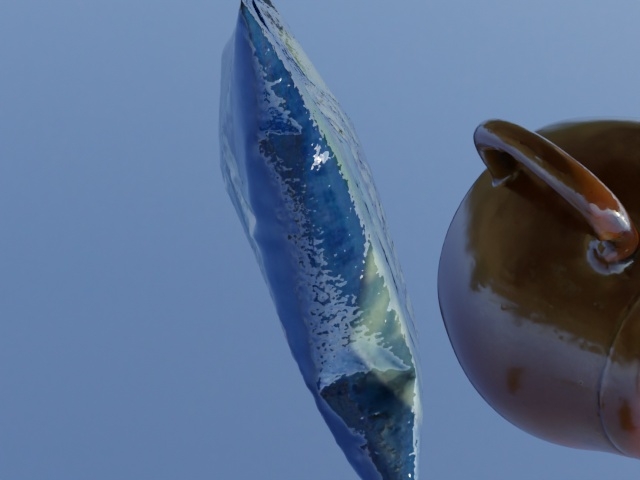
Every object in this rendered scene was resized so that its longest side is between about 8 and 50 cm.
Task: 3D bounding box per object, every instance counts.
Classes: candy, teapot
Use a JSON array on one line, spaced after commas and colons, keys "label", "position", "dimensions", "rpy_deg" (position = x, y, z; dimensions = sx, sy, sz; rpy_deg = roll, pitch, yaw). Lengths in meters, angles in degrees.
[{"label": "candy", "position": [0.000, 0.000, 0.899], "dimensions": [0.077, 0.331, 0.187], "rpy_deg": [-19, -168, 0]}, {"label": "teapot", "position": [0.100, 0.019, 0.546], "dimensions": [0.116, 0.173, 0.116], "rpy_deg": [-19, -132, 22]}]
